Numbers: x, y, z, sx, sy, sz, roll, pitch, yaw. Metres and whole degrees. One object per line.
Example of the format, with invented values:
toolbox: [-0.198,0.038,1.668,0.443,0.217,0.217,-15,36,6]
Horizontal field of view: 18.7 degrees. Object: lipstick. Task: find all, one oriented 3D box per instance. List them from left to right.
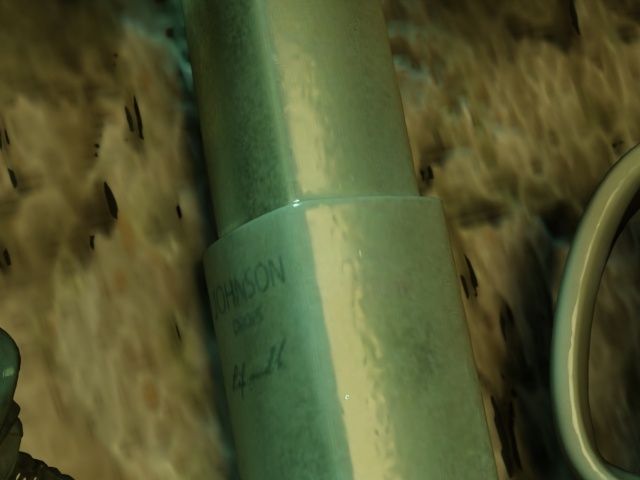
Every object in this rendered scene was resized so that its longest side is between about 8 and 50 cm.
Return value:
lipstick: [0.000,0.000,0.705,0.077,0.079,0.253,-3,74,-34]

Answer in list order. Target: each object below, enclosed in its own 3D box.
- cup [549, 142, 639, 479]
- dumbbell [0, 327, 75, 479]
cup: [0.234,0.055,0.762,0.289,0.219,0.258,15,85,6]
dumbbell: [-0.162,0.034,0.577,0.254,0.081,0.082,32,58,-22]
